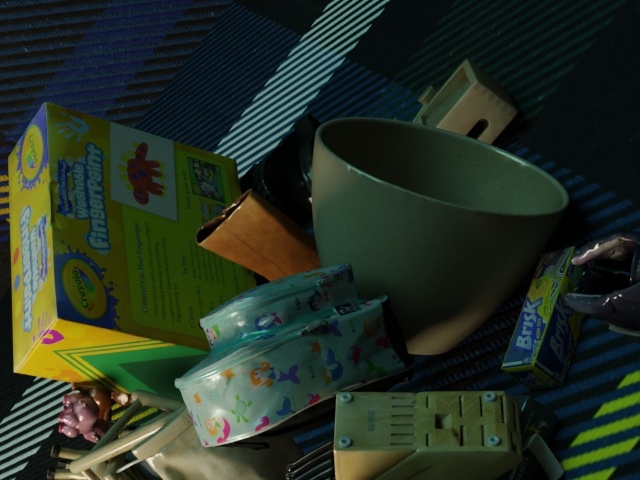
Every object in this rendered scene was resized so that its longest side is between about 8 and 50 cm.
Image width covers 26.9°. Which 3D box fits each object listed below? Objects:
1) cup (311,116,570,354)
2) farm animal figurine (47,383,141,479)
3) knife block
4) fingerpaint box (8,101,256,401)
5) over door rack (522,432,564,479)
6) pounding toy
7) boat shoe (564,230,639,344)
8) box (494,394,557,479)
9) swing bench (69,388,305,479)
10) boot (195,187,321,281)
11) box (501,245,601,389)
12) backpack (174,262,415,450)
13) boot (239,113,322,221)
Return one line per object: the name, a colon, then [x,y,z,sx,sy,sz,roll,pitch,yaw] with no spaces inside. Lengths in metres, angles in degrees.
cup: [0.126,0.007,1.732,0.331,0.331,0.236,-119,41,-64]
farm animal figurine: [-0.333,0.378,2.112,0.330,0.172,0.326,-98,18,-71]
knife block: [0.088,0.282,1.533,0.276,0.242,0.088,-1,42,5]
fingerpaint box: [-0.305,0.029,2.180,0.163,0.371,0.444,-47,41,37]
over door rack: [0.291,0.278,1.299,0.239,0.108,0.324,-35,15,33]
pounding toy: [0.205,-0.179,2.062,0.181,0.094,0.206,-50,15,17]
boat shoe: [0.394,0.047,1.314,0.341,0.158,0.127,-19,55,55]
box: [0.158,0.289,1.547,0.183,0.059,0.232,-9,50,57]
swing bench: [-0.149,0.319,1.776,0.255,0.253,0.165,-21,24,51]
boot: [0.000,0.000,1.940,0.264,0.280,0.096,-28,34,43]
box: [0.277,0.093,1.606,0.059,0.054,0.168,-17,43,53]
backpack: [-0.045,0.145,1.599,0.254,0.191,0.225,-27,1,-30]
boot: [-0.072,-0.064,2.327,0.260,0.131,0.348,-40,16,11]
